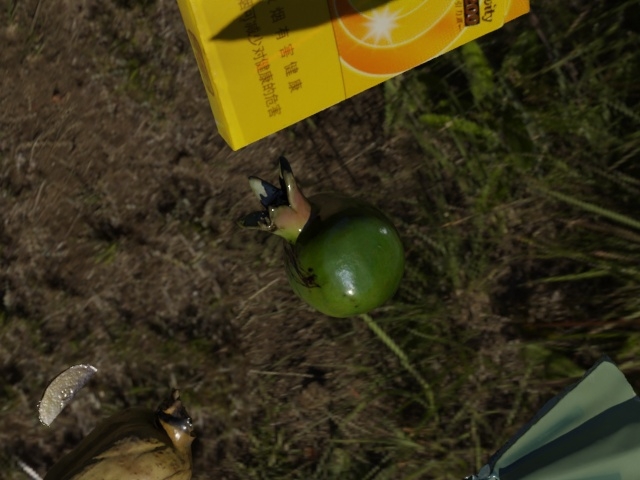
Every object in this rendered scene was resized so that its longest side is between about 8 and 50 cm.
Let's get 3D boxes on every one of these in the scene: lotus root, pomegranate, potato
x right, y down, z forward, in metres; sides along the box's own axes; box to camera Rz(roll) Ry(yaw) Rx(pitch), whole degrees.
[{"bbox_3d":[-0.256,0.301,1.317,0.257,0.154,0.140,-34,110,1],"label":"lotus root"},{"bbox_3d":[0.000,0.000,1.125,0.191,0.152,0.131,38,82,-33],"label":"pomegranate"},{"bbox_3d":[-0.326,0.183,1.294,0.037,0.036,0.093,44,82,-25],"label":"potato"}]

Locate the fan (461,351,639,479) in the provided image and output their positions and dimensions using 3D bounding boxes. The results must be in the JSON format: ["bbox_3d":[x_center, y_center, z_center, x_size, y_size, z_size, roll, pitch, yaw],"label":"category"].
[{"bbox_3d":[0.101,0.152,0.453,0.131,0.009,0.240,32,60,5],"label":"fan"}]

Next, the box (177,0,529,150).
[{"bbox_3d":[0.032,-0.184,0.757,0.269,0.152,0.043,-27,45,-12],"label":"box"}]
